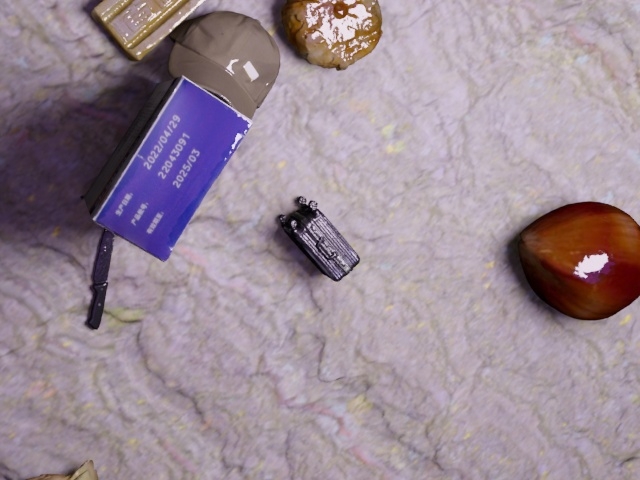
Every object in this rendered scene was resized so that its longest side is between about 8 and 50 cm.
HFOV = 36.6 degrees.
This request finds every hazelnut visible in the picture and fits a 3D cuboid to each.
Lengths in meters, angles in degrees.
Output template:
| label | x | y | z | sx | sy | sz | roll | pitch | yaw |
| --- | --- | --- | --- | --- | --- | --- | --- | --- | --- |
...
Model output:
| label | x | y | z | sx | sy | sz | roll | pitch | yaw |
| --- | --- | --- | --- | --- | --- | --- | --- | --- | --- |
| hazelnut | 0.402 | 0.026 | 1.521 | 0.208 | 0.208 | 0.208 | -3 | 99 | -17 |

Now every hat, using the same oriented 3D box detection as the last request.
| label | x | y | z | sx | sy | sz | roll | pitch | yaw |
| --- | --- | --- | --- | --- | --- | --- | --- | --- | --- |
| hat | -0.117 | -0.247 | 1.328 | 0.166 | 0.173 | 0.144 | 35 | 91 | -22 |

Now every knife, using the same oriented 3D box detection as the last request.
| label | x | y | z | sx | sy | sz | roll | pitch | yaw |
| --- | --- | --- | --- | --- | --- | --- | --- | --- | --- |
| knife | -0.315 | 0.045 | 1.396 | 0.023 | 0.010 | 0.170 | 9 | 94 | -24 |

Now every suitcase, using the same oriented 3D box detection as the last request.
| label | x | y | z | sx | sy | sz | roll | pitch | yaw |
| --- | --- | --- | --- | --- | --- | --- | --- | --- | --- |
| suitcase | 0.000 | 0.000 | 1.444 | 0.059 | 0.086 | 0.126 | -43 | 107 | -5 |

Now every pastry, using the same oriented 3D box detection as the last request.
| label | x | y | z | sx | sy | sz | roll | pitch | yaw |
| --- | --- | --- | --- | --- | --- | --- | --- | --- | --- |
| pastry | 0.018 | -0.323 | 1.403 | 0.153 | 0.081 | 0.153 | -5 | 110 | -14 |

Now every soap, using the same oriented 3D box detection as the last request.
| label | x | y | z | sx | sy | sz | roll | pitch | yaw |
| --- | --- | --- | --- | --- | --- | --- | --- | --- | --- |
| soap | -0.199 | -0.365 | 1.353 | 0.252 | 0.037 | 0.092 | -44 | 107 | -6 |

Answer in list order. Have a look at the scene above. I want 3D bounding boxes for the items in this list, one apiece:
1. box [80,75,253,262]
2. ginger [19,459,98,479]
| label | x | y | z | sx | sy | sz | roll | pitch | yaw |
| --- | --- | --- | --- | --- | --- | --- | --- | --- | --- |
| box | -0.206 | -0.100 | 1.252 | 0.106 | 0.299 | 0.200 | 32 | 88 | -18 |
| ginger | -0.391 | 0.422 | 1.396 | 0.123 | 0.115 | 0.193 | 1 | 107 | 4 |
